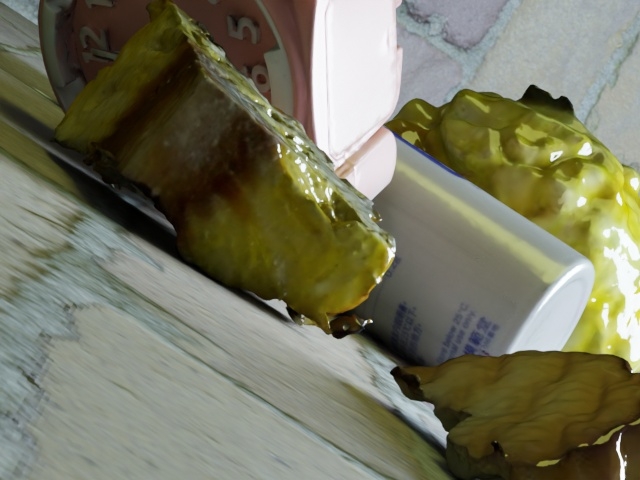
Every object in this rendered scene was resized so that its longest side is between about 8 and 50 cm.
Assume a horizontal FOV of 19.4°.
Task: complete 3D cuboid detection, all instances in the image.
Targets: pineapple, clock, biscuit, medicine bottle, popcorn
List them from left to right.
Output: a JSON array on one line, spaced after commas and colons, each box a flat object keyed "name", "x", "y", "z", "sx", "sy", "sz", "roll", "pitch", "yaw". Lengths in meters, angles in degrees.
[{"name": "clock", "x": -0.072, "y": -0.136, "z": 1.229, "sx": 0.241, "sy": 0.227, "sz": 0.142, "roll": 11, "pitch": 32, "yaw": 24}, {"name": "pineapple", "x": -0.057, "y": -0.045, "z": 1.060, "sx": 0.236, "sy": 0.114, "sz": 0.186, "roll": 38, "pitch": 4, "yaw": 27}, {"name": "medicine bottle", "x": 0.021, "y": -0.021, "z": 1.336, "sx": 0.341, "sy": 0.130, "sz": 0.130, "roll": 34, "pitch": 3, "yaw": 21}, {"name": "popcorn", "x": 0.148, "y": 0.010, "z": 1.487, "sx": 0.286, "sy": 0.215, "sz": 0.252, "roll": 36, "pitch": -29, "yaw": 17}, {"name": "biscuit", "x": 0.109, "y": 0.096, "z": 0.906, "sx": 0.118, "sy": 0.061, "sz": 0.183, "roll": -9, "pitch": 11, "yaw": -9}]
